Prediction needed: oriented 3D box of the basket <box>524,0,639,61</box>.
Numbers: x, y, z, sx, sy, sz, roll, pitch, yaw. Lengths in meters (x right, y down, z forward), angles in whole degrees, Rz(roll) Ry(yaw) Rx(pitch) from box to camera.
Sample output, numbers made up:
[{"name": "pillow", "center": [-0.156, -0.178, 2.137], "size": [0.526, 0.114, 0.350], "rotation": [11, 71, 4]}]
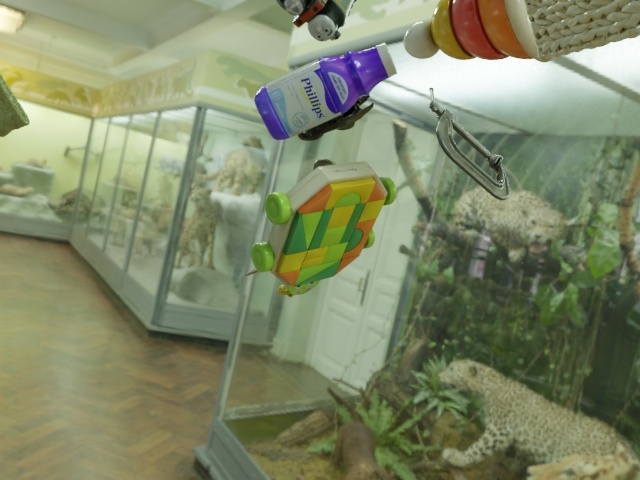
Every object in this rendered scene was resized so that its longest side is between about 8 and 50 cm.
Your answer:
[{"name": "basket", "center": [0.488, -0.444, 0.847], "size": [0.331, 0.267, 0.328], "rotation": [-19, 12, -4]}]

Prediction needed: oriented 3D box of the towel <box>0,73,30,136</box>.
[{"name": "towel", "center": [-0.711, -0.306, 1.312], "size": [0.110, 0.148, 0.027], "rotation": [-14, 27, 26]}]

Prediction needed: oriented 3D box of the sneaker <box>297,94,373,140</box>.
[{"name": "sneaker", "center": [0.031, -0.276, 1.340], "size": [0.170, 0.051, 0.089], "rotation": [-17, -12, -11]}]

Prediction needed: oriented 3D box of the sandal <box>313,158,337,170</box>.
[{"name": "sandal", "center": [0.032, -0.136, 1.744], "size": [0.090, 0.219, 0.060], "rotation": [-11, -6, 12]}]

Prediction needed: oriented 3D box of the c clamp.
[{"name": "c clamp", "center": [0.202, -0.129, 0.808], "size": [0.160, 0.022, 0.137], "rotation": [40, 36, -15]}]

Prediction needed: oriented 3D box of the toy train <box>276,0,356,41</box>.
[{"name": "toy train", "center": [0.010, -0.635, 1.489], "size": [0.190, 0.334, 0.142], "rotation": [39, -43, -25]}]

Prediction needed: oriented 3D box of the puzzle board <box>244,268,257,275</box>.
[{"name": "puzzle board", "center": [-0.111, 0.058, 1.474], "size": [0.128, 0.011, 0.096], "rotation": [-16, -5, -41]}]

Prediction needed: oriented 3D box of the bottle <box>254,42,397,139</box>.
[{"name": "bottle", "center": [0.012, -0.304, 1.202], "size": [0.282, 0.118, 0.092], "rotation": [-22, 25, 11]}]

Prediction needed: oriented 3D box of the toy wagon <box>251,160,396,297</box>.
[{"name": "toy wagon", "center": [0.000, 0.000, 1.154], "size": [0.267, 0.344, 0.068], "rotation": [-12, 49, -35]}]

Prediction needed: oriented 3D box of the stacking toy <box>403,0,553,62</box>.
[{"name": "stacking toy", "center": [0.455, -0.653, 1.782], "size": [0.350, 0.351, 0.479], "rotation": [10, -10, -43]}]
